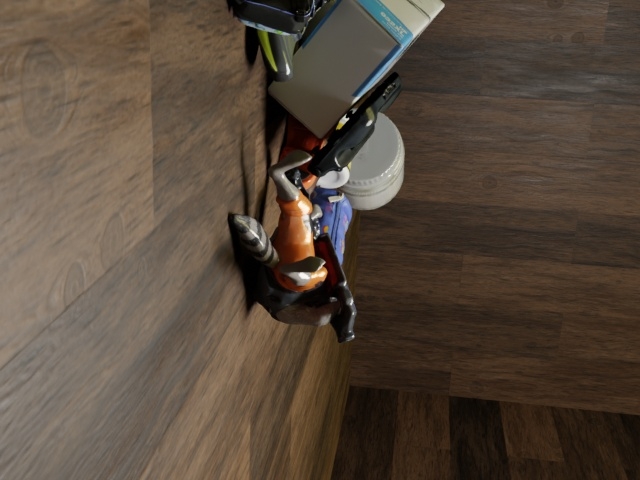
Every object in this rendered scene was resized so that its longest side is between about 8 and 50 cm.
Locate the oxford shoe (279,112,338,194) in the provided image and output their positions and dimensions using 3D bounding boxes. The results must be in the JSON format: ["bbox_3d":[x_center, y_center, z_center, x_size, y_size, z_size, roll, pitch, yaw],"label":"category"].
[{"bbox_3d":[-0.023,-0.188,1.608,0.098,0.096,0.271,92,16,-56],"label":"oxford shoe"}]

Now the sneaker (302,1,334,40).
[{"bbox_3d":[-0.024,-0.464,1.523,0.094,0.080,0.212,-40,135,-58],"label":"sneaker"}]

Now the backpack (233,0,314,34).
[{"bbox_3d":[-0.063,-0.334,1.085,0.084,0.105,0.114,139,-40,-66],"label":"backpack"}]

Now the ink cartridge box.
[{"bbox_3d":[0.070,-0.338,1.432,0.223,0.129,0.307,-46,-176,34],"label":"ink cartridge box"}]

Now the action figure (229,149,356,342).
[{"bbox_3d":[-0.064,0.000,1.325,0.330,0.178,0.341,97,-26,-60],"label":"action figure"}]

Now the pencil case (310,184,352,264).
[{"bbox_3d":[0.000,0.000,1.773,0.133,0.119,0.306,-55,-168,32],"label":"pencil case"}]

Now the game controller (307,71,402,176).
[{"bbox_3d":[0.067,-0.214,1.480,0.166,0.067,0.319,-56,180,26],"label":"game controller"}]

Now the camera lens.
[{"bbox_3d":[0.113,-0.211,2.190,0.274,0.219,0.220,67,28,-77],"label":"camera lens"}]

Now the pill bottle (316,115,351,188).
[{"bbox_3d":[0.026,-0.221,1.934,0.103,0.103,0.184,85,12,-55],"label":"pill bottle"}]

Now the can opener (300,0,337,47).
[{"bbox_3d":[-0.005,-0.423,1.628,0.095,0.075,0.284,-76,171,-71],"label":"can opener"}]

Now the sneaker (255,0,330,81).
[{"bbox_3d":[-0.030,-0.375,1.234,0.111,0.121,0.300,73,22,-72],"label":"sneaker"}]
